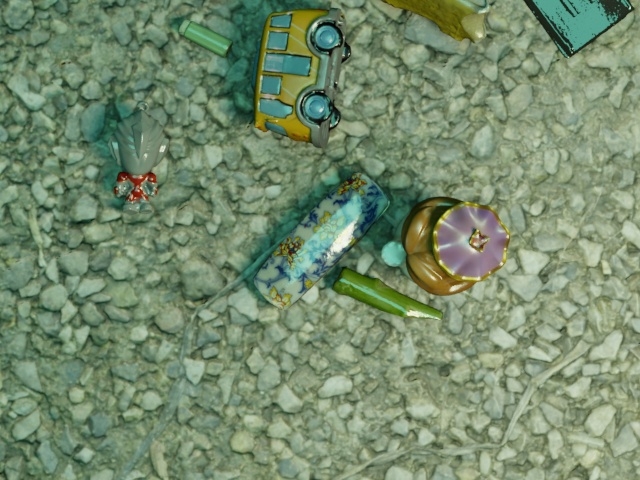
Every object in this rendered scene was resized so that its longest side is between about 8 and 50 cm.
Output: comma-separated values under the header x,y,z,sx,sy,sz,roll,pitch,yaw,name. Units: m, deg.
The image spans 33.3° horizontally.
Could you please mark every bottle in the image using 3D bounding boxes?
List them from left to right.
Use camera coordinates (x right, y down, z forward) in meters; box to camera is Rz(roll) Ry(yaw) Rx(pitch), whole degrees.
x,y,z,sx,sy,sz,roll,pitch,yaw,name
-0.180,-0.317,1.673,0.083,0.030,0.030,27,90,0,bottle

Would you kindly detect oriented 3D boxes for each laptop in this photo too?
x,y,z,sx,sy,sz,roll,pitch,yaw,name
0.384,-0.402,1.682,0.135,0.016,0.197,-37,90,1,laptop

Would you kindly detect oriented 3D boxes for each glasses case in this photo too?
x,y,z,sx,sy,sz,roll,pitch,yaw,name
0.000,0.000,1.659,0.248,0.065,0.087,-44,92,1,glasses case

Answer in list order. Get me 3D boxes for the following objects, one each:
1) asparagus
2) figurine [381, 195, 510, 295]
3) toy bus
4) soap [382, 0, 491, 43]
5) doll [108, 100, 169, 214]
x,y,z,sx,sy,sz,roll,pitch,yaw,name
0.106,0.093,1.674,0.178,0.041,0.045,24,60,-1,asparagus
0.183,0.006,1.561,0.189,0.263,0.142,-15,90,-2,figurine
-0.033,-0.251,1.630,0.136,0.126,0.209,8,91,8,toy bus
0.060,-0.425,1.607,0.338,0.169,0.304,-11,81,0,soap
-0.282,-0.127,1.657,0.094,0.079,0.180,1,104,-15,doll
